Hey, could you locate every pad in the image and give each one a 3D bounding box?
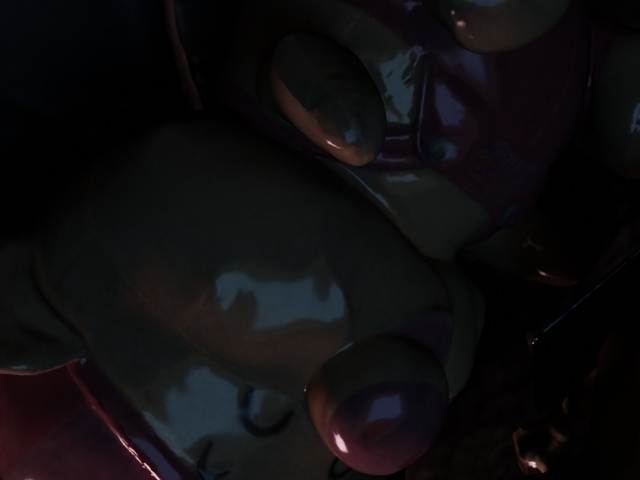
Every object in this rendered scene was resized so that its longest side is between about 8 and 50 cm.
[{"bbox_3d":[0.168,-0.028,0.632,0.245,0.006,0.170,-40,165,-3],"label":"pad"}]

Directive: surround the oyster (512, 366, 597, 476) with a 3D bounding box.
[{"bbox_3d":[0.215,0.177,0.739,0.201,0.107,0.354,-25,91,5],"label":"oyster"}]

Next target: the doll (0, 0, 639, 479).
[{"bbox_3d":[0.001,0.001,0.586,0.196,0.152,0.256,37,96,-23],"label":"doll"}]

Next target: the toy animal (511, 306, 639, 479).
[{"bbox_3d":[0.121,0.151,0.604,0.191,0.216,0.338,43,94,-12],"label":"toy animal"}]
